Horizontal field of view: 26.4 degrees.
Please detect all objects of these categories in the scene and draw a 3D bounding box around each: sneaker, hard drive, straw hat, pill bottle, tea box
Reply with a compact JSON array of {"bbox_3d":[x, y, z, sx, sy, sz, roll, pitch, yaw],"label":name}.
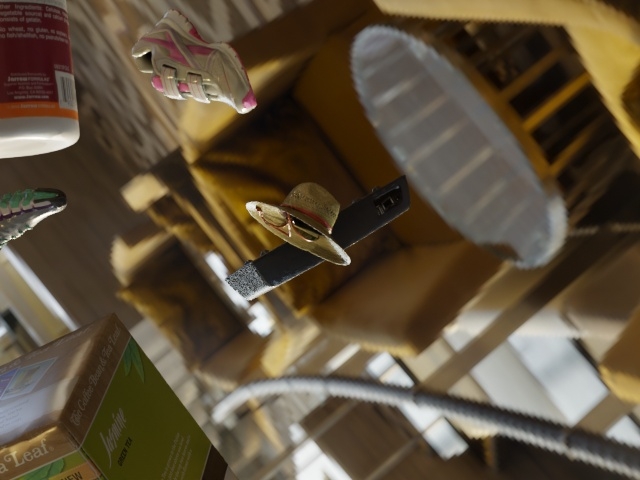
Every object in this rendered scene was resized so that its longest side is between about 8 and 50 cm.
[{"bbox_3d":[-0.196,-0.254,2.093,0.252,0.111,0.103,36,156,38],"label":"sneaker"},{"bbox_3d":[0.000,0.000,1.892,0.054,0.255,0.172,60,159,0],"label":"hard drive"},{"bbox_3d":[-0.514,-0.021,2.229,0.083,0.224,0.098,-87,-15,-70],"label":"sneaker"},{"bbox_3d":[-0.013,-0.034,1.593,0.144,0.061,0.144,29,167,8],"label":"straw hat"},{"bbox_3d":[-0.476,-0.323,1.953,0.224,0.224,0.392,165,98,-74],"label":"pill bottle"},{"bbox_3d":[-0.297,0.311,1.525,0.323,0.329,0.220,56,-158,-20],"label":"tea box"}]
